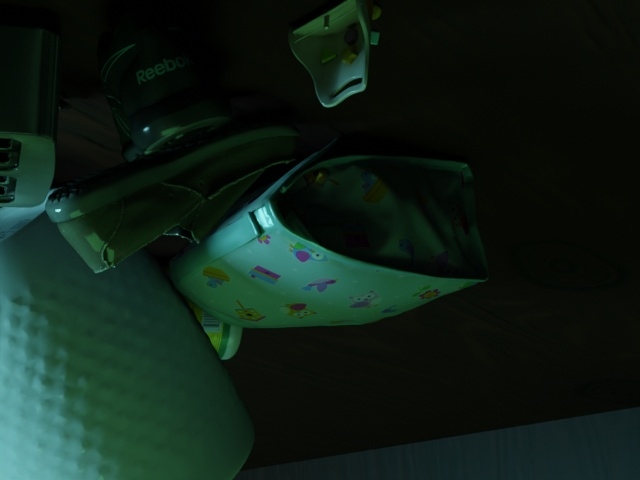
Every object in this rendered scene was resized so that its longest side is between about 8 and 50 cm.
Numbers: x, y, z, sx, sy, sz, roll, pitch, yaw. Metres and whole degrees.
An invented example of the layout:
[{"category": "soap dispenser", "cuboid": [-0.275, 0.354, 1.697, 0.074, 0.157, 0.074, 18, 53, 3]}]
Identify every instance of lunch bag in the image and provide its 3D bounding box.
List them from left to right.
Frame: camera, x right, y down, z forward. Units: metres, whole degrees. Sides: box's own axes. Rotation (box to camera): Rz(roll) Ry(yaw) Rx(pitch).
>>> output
[{"category": "lunch bag", "cuboid": [0.000, 0.000, 1.347, 0.262, 0.160, 0.223, 4, 161, -35]}]

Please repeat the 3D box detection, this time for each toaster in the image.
[{"category": "toaster", "cuboid": [-0.290, -0.106, 1.069, 0.185, 0.110, 0.168, 2, 161, -16]}]

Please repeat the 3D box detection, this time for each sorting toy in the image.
[{"category": "sorting toy", "cuboid": [0.018, -0.147, 1.044, 0.045, 0.075, 0.083, 15, 155, -40]}]

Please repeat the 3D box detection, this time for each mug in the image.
[{"category": "mug", "cuboid": [-0.284, 0.122, 1.419, 0.276, 0.328, 0.374, -34, -161, -22]}]

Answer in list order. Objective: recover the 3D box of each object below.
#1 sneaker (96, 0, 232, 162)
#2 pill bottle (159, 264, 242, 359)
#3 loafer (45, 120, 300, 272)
[{"category": "sneaker", "cuboid": [-0.128, -0.128, 1.068, 0.101, 0.106, 0.267, -25, -175, -11]}, {"category": "pill bottle", "cuboid": [-0.209, 0.088, 1.628, 0.208, 0.117, 0.117, 3, 160, -18]}, {"category": "loafer", "cuboid": [-0.125, -0.043, 1.186, 0.251, 0.087, 0.094, -24, -164, -26]}]
